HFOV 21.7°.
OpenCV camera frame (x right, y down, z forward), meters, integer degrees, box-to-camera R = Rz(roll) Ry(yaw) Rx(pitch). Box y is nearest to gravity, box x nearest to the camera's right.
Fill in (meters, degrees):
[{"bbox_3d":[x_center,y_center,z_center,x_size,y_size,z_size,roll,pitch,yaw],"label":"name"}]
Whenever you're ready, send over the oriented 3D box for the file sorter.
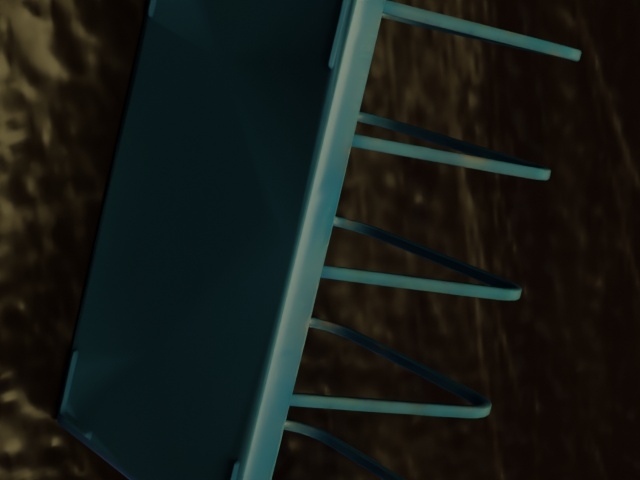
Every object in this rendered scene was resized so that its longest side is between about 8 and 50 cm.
[{"bbox_3d":[0.000,0.000,0.545,0.105,0.118,0.170,8,99,-36],"label":"file sorter"}]
